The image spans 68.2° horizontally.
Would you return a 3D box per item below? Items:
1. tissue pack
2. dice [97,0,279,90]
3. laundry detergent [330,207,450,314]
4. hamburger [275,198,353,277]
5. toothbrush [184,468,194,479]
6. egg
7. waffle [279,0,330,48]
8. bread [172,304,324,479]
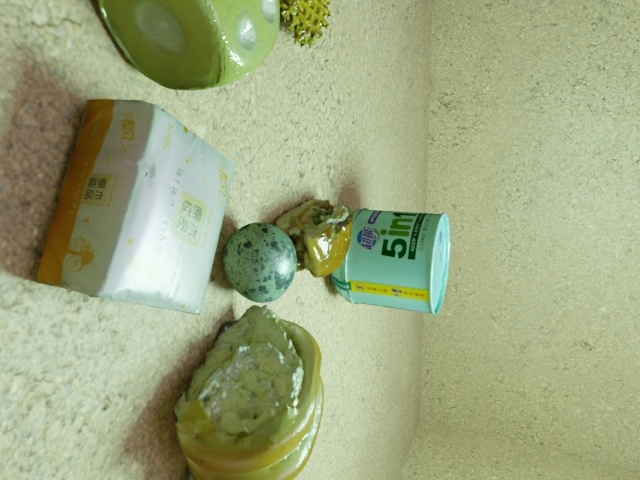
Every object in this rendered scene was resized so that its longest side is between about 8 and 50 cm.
[{"bbox_3d":[-0.220,-0.032,0.599,0.185,0.124,0.225,37,61,-66],"label":"tissue pack"},{"bbox_3d":[-0.162,-0.309,0.614,0.166,0.169,0.169,71,34,-46],"label":"dice"},{"bbox_3d":[0.196,0.054,1.363,0.287,0.305,0.287,5,90,-67],"label":"laundry detergent"},{"bbox_3d":[0.000,0.000,1.100,0.283,0.144,0.156,-40,132,-62],"label":"hamburger"},{"bbox_3d":[-0.256,0.530,0.747,0.042,0.040,0.418,61,40,-47],"label":"toothbrush"},{"bbox_3d":[-0.109,0.045,0.869,0.172,0.132,0.132,88,21,-46],"label":"egg"},{"bbox_3d":[-0.043,-0.512,0.984,0.193,0.070,0.197,65,40,-51],"label":"waffle"},{"bbox_3d":[-0.095,0.305,0.841,0.315,0.211,0.270,-58,146,-54],"label":"bread"}]
